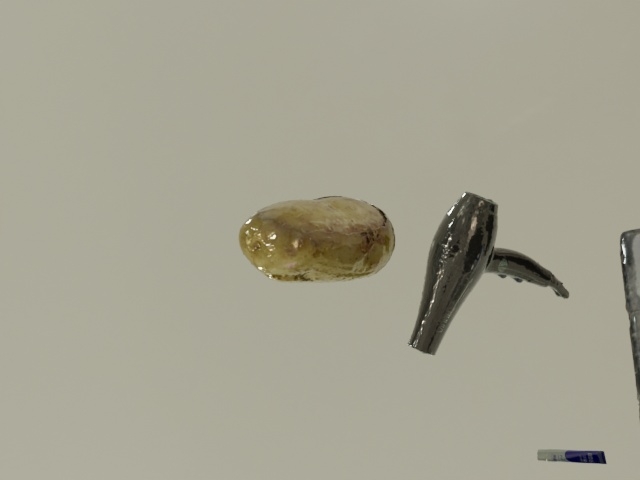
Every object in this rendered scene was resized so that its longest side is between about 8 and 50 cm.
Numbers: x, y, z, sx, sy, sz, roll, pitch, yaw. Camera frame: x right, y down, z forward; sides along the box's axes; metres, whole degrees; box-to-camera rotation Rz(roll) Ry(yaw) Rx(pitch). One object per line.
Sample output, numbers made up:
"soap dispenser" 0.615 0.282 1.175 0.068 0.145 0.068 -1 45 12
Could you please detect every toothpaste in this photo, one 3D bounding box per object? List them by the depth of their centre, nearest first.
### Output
"toothpaste" 0.305 0.261 2.283 0.015 0.083 0.024 -69 -28 -44

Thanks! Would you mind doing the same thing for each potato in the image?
"potato" 0.000 0.000 1.892 0.170 0.107 0.080 -4 -69 -41

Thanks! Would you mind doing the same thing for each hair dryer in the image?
"hair dryer" 0.212 0.056 2.230 0.219 0.075 0.195 16 -83 -34

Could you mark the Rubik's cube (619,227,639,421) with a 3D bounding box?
"Rubik's cube" 0.480 0.177 1.762 0.337 0.344 0.343 60 -155 -61
